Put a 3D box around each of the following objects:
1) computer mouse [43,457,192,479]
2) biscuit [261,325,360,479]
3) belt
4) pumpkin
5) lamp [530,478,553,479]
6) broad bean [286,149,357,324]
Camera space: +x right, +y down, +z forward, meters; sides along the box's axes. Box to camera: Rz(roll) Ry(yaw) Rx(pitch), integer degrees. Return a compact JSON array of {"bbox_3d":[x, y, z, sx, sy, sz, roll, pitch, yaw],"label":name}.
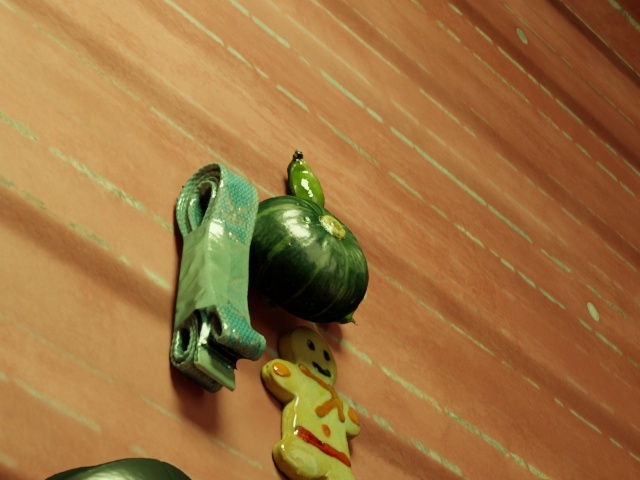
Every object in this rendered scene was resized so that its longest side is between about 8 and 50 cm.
[{"bbox_3d":[-0.152,0.265,1.638,0.269,0.086,0.138,20,45,-53],"label":"computer mouse"},{"bbox_3d":[-0.008,0.190,2.038,0.153,0.030,0.234,41,30,-34],"label":"biscuit"},{"bbox_3d":[-0.111,0.036,1.960,0.072,0.087,0.302,43,29,-35],"label":"belt"},{"bbox_3d":[-0.023,0.021,2.087,0.167,0.125,0.167,35,33,-27],"label":"pumpkin"},{"bbox_3d":[0.272,0.376,2.165,0.187,0.164,0.188,41,28,-27],"label":"lamp"},{"bbox_3d":[0.000,0.001,2.239,0.052,0.053,0.256,-4,56,-18],"label":"broad bean"}]
